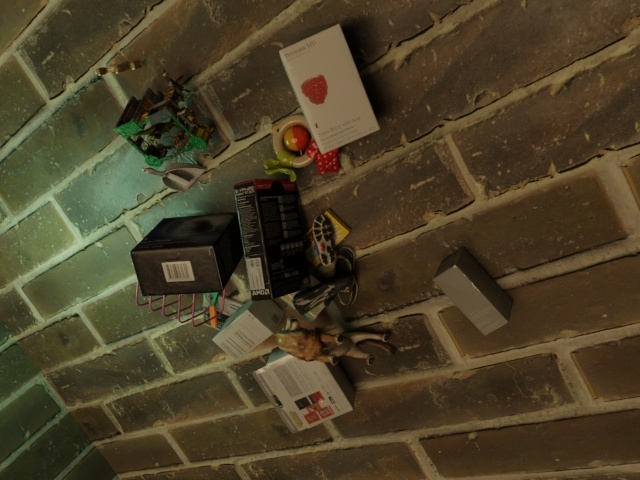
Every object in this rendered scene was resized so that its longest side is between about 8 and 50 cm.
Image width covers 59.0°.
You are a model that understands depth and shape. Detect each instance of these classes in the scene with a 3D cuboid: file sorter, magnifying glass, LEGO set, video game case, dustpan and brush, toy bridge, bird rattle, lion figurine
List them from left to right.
[{"bbox_3d":[-0.676,-0.589,1.928,0.188,0.063,0.026,1,117,28],"label":"toy bridge"},{"bbox_3d":[-0.512,-0.412,1.907,0.331,0.192,0.255,-20,135,37],"label":"LEGO set"},{"bbox_3d":[-0.522,-0.229,1.970,0.211,0.060,0.147,21,137,-35],"label":"dustpan and brush"},{"bbox_3d":[-0.530,0.191,2.155,0.290,0.202,0.182,16,108,24],"label":"file sorter"},{"bbox_3d":[-0.431,0.234,2.244,0.092,0.026,0.231,2,105,23],"label":"magnifying glass"},{"bbox_3d":[-0.390,0.298,2.291,0.190,0.022,0.173,18,122,17],"label":"video game case"},{"bbox_3d":[-0.060,-0.287,1.742,0.253,0.143,0.207,-14,93,29],"label":"bird rattle"},{"bbox_3d":[0.049,0.361,1.961,0.240,0.392,0.142,-4,73,52],"label":"lion figurine"}]

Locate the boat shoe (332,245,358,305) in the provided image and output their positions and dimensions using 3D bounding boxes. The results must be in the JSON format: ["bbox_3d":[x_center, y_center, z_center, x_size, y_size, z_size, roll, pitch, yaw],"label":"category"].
[{"bbox_3d":[0.079,0.133,1.928,0.081,0.069,0.228,8,119,23],"label":"boat shoe"}]

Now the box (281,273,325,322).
[{"bbox_3d":[-0.069,0.175,1.980,0.203,0.114,0.103,40,159,4],"label":"box"}]

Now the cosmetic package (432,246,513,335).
[{"bbox_3d":[0.461,0.151,1.705,0.238,0.127,0.107,46,126,0],"label":"cosmetic package"}]

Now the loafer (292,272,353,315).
[{"bbox_3d":[0.014,0.177,1.871,0.223,0.076,0.078,-27,102,12],"label":"loafer"}]

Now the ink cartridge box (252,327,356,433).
[{"bbox_3d":[-0.061,0.533,2.133,0.271,0.130,0.310,-27,102,15],"label":"ink cartridge box"}]

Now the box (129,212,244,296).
[{"bbox_3d":[-0.453,0.041,1.973,0.296,0.294,0.183,-4,113,10],"label":"box"}]

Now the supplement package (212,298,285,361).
[{"bbox_3d":[-0.274,0.328,2.159,0.134,0.139,0.244,44,124,-8],"label":"supplement package"}]

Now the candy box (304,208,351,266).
[{"bbox_3d":[0.006,-0.006,1.916,0.105,0.027,0.206,41,127,-1],"label":"candy box"}]

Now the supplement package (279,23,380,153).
[{"bbox_3d":[0.021,-0.414,1.558,0.177,0.175,0.293,-23,106,4],"label":"supplement package"}]

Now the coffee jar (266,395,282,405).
[{"bbox_3d":[-0.154,0.578,2.284,0.096,0.079,0.184,31,126,13],"label":"coffee jar"}]

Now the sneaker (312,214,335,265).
[{"bbox_3d":[0.000,0.000,1.865,0.071,0.068,0.170,-161,62,-64],"label":"sneaker"}]

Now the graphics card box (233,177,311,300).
[{"bbox_3d":[-0.148,-0.009,1.800,0.094,0.232,0.371,-9,92,30],"label":"graphics card box"}]
